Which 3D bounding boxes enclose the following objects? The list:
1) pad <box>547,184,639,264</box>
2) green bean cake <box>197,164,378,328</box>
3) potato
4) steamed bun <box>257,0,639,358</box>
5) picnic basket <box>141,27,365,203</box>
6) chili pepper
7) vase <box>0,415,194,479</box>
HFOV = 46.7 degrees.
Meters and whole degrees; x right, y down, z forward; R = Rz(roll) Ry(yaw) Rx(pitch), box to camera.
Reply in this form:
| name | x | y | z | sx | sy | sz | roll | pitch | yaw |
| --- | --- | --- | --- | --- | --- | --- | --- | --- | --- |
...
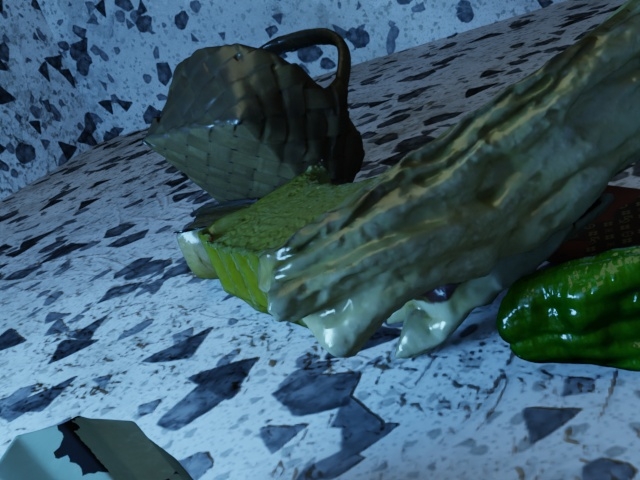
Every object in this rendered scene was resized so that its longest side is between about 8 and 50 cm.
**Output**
| name | x | y | z | sx | sy | sz | roll | pitch | yaw |
| --- | --- | --- | --- | --- | --- | --- | --- | --- | --- |
| pad | 0.328 | -0.013 | 0.812 | 0.181 | 0.004 | 0.267 | -29 | 22 | -19 |
| green bean cake | 0.000 | 0.000 | 0.925 | 0.233 | 0.124 | 0.236 | -33 | 23 | -28 |
| potato | -0.127 | -0.005 | 1.107 | 0.138 | 0.098 | 0.243 | -15 | 12 | 1 |
| steamed bun | 0.148 | -0.023 | 0.679 | 0.428 | 0.189 | 0.247 | -35 | 7 | -9 |
| picnic basket | -0.074 | -0.220 | 1.201 | 0.293 | 0.337 | 0.337 | -4 | 26 | 37 |
| chili pepper | 0.261 | 0.050 | 0.572 | 0.253 | 0.099 | 0.083 | -5 | 16 | 37 |
| vase | -0.083 | 0.218 | 0.416 | 0.165 | 0.165 | 0.360 | -34 | 28 | -32 |
